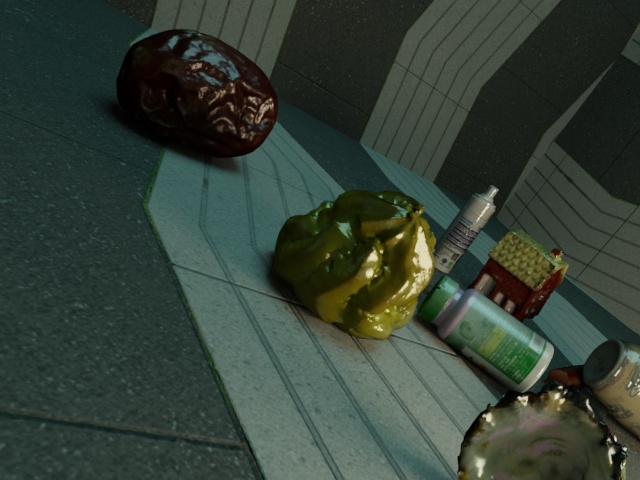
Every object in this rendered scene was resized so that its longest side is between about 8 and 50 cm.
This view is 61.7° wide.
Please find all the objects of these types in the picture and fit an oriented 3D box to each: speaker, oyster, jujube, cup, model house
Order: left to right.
[{"bbox_3d":[-0.292,-0.356,1.316,0.377,0.276,0.276,18,23,-42],"label":"jujube"},{"bbox_3d":[0.609,0.097,1.625,0.160,0.254,0.196,-1,38,-41],"label":"model house"},{"bbox_3d":[0.290,0.302,0.673,0.259,0.198,0.092,56,17,3],"label":"oyster"},{"bbox_3d":[0.585,0.387,1.204,0.082,0.044,0.218,43,21,30],"label":"speaker"},{"bbox_3d":[0.809,0.347,1.348,0.257,0.227,0.301,36,29,1],"label":"cup"}]

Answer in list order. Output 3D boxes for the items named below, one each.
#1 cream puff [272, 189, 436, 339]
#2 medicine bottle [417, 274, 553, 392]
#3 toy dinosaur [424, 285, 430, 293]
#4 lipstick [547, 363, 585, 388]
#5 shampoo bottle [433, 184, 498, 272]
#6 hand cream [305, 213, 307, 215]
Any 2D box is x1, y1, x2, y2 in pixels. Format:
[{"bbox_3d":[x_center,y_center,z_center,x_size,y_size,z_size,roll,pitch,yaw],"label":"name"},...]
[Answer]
[{"bbox_3d":[0.084,0.013,1.001,0.291,0.257,0.324,43,20,18],"label":"cream puff"},{"bbox_3d":[0.348,0.195,1.159,0.274,0.133,0.133,38,18,11],"label":"medicine bottle"},{"bbox_3d":[0.252,0.106,1.401,0.113,0.026,0.041,44,12,5],"label":"toy dinosaur"},{"bbox_3d":[0.690,0.361,1.434,0.357,0.057,0.057,12,27,-50],"label":"lipstick"},{"bbox_3d":[0.454,-0.042,1.684,0.092,0.303,0.092,29,18,-10],"label":"shampoo bottle"},{"bbox_3d":[-0.001,-0.035,1.367,0.093,0.019,0.030,41,16,1],"label":"hand cream"}]
